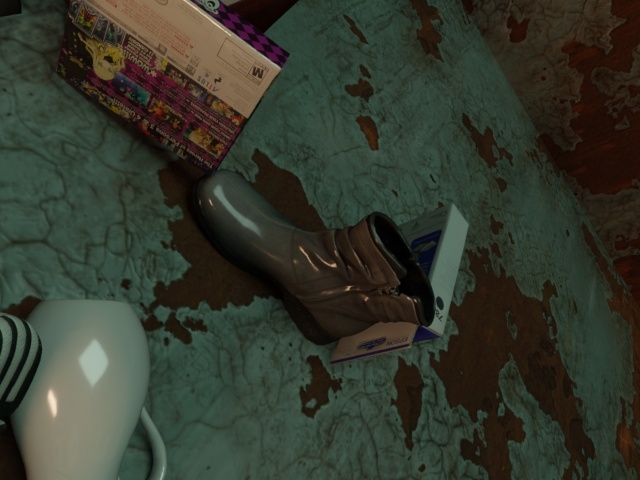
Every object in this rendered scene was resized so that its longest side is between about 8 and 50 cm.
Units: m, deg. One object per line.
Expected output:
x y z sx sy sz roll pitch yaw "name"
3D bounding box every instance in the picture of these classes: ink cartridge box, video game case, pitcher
0.140 0.083 0.888 0.065 0.165 0.333 49 44 -20 "ink cartridge box"
-0.180 -0.206 0.619 0.232 0.210 0.042 34 48 -12 "video game case"
-0.217 0.167 0.524 0.177 0.125 0.207 21 66 -63 "pitcher"

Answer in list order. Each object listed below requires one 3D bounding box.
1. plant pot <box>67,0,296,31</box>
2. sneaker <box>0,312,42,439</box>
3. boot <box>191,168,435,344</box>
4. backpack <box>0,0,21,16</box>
-0.187 -0.367 0.708 0.267 0.267 0.236 47 57 -19 "plant pot"
-0.350 0.165 0.403 0.162 0.106 0.282 22 76 6 "sneaker"
0.000 0.000 0.735 0.338 0.222 0.118 46 46 -21 "boot"
-0.402 -0.351 0.495 0.276 0.213 0.264 33 58 -40 "backpack"
